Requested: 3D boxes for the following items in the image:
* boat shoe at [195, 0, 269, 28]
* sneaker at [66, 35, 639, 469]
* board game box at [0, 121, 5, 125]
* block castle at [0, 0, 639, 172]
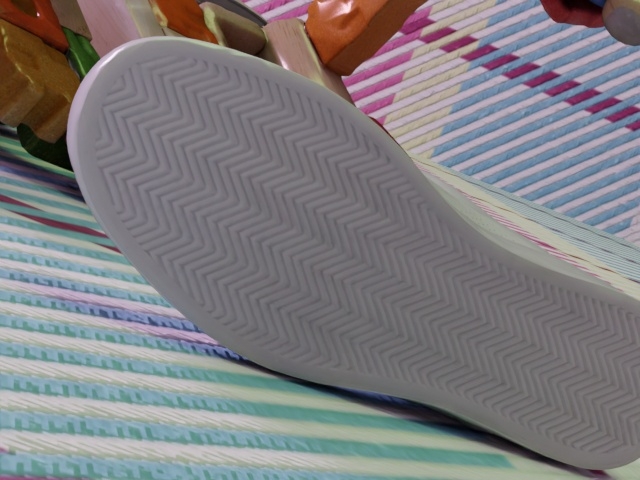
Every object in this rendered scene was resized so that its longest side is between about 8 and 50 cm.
[{"bbox_3d":[-0.192,-0.164,1.573,0.355,0.132,0.130,12,19,-19],"label":"boat shoe"},{"bbox_3d":[0.000,0.000,0.823,0.292,0.108,0.169,31,0,-27],"label":"sneaker"},{"bbox_3d":[-0.280,-0.143,1.163,0.243,0.042,0.165,32,12,26],"label":"board game box"},{"bbox_3d":[-0.045,-0.165,1.045,0.453,0.303,0.213,22,33,-45],"label":"block castle"}]
